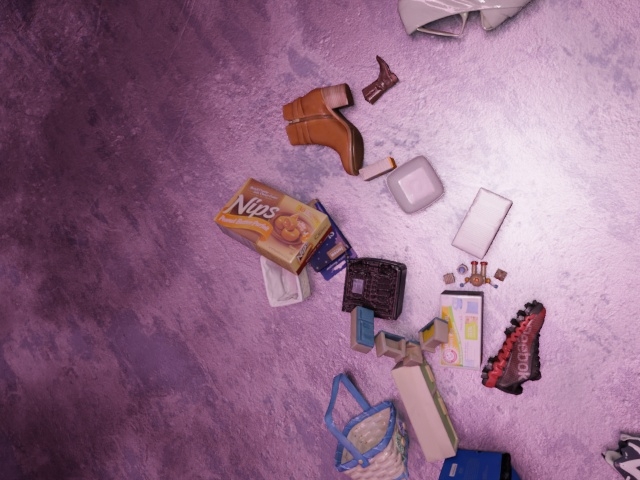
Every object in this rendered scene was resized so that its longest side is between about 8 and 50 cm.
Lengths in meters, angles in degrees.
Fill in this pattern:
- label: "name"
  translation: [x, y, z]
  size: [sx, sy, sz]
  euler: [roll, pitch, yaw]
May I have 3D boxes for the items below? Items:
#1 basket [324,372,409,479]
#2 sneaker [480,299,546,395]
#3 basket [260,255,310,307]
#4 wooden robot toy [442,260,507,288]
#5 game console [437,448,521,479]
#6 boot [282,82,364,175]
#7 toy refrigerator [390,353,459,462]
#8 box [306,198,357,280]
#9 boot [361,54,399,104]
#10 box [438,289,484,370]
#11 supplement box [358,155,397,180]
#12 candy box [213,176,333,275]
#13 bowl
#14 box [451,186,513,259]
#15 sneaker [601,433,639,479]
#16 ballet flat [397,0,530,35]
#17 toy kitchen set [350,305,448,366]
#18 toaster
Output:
- label: "basket"
  translation: [0.122, 0.540, 1.509]
  size: [0.201, 0.255, 0.289]
  euler: [-40, 98, 19]
- label: "sneaker"
  translation: [0.543, 0.294, 1.416]
  size: [0.135, 0.098, 0.276]
  euler: [28, 104, 17]
- label: "basket"
  translation: [-0.104, 0.112, 1.646]
  size: [0.113, 0.103, 0.167]
  euler: [-13, 89, 20]
- label: "wooden robot toy"
  translation: [0.422, 0.097, 1.461]
  size: [0.173, 0.079, 0.076]
  euler: [1, 93, 20]
- label: "game console"
  translation: [0.439, 0.683, 1.367]
  size: [0.250, 0.293, 0.173]
  euler: [-3, 91, 21]
- label: "boot"
  translation: [0.003, -0.311, 1.587]
  size: [0.220, 0.109, 0.283]
  euler: [-12, 94, 25]
- label: "toy refrigerator"
  translation: [0.302, 0.471, 1.511]
  size: [0.094, 0.102, 0.269]
  euler: [-25, 83, 20]
- label: "box"
  translation: [0.000, 0.000, 1.639]
  size: [0.136, 0.036, 0.225]
  euler: [-39, 81, 18]
- label: "boot"
  translation: [0.157, -0.470, 1.561]
  size: [0.114, 0.037, 0.106]
  euler: [-38, 77, 23]
- label: "box"
  translation: [0.389, 0.244, 1.467]
  size: [0.114, 0.103, 0.203]
  euler: [0, 92, 20]
- label: "supplement box"
  translation: [0.168, -0.208, 1.551]
  size: [0.098, 0.062, 0.036]
  euler: [-23, 85, 19]
- label: "candy box"
  translation: [-0.144, -0.048, 1.592]
  size: [0.316, 0.087, 0.183]
  euler: [27, 69, 29]
- label: "bowl"
  translation: [0.273, -0.156, 1.519]
  size: [0.142, 0.053, 0.142]
  euler: [-32, 81, 18]
- label: "box"
  translation: [0.434, -0.046, 1.423]
  size: [0.091, 0.130, 0.170]
  euler: [28, 102, 17]
- label: "sneaker"
  translation: [0.781, 0.601, 1.343]
  size: [0.153, 0.094, 0.234]
  euler: [15, 98, 21]
- label: "ballet flat"
  translation: [0.405, -0.620, 1.424]
  size: [0.400, 0.139, 0.139]
  euler: [3, 93, 25]
- label: "toy kitchen set"
  translation: [0.209, 0.230, 1.427]
  size: [0.207, 0.122, 0.166]
  euler: [21, 134, -18]
- label: "toaster"
  translation: [0.156, 0.129, 1.545]
  size: [0.168, 0.110, 0.185]
  euler: [7, 95, 19]
